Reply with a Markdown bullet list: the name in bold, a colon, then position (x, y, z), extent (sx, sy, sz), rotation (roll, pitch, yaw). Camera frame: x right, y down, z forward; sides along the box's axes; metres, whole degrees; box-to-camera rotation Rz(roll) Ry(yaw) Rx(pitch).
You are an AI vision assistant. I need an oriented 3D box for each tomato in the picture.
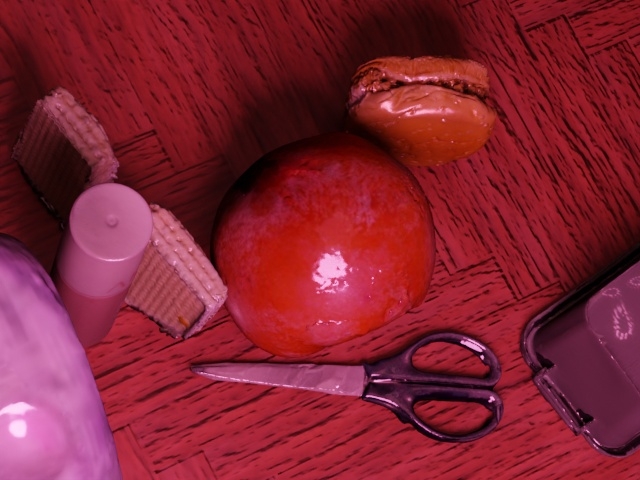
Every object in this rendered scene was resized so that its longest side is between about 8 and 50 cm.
- **tomato**: position (0.000, 0.000, 1.714), extent (0.208, 0.208, 0.184), rotation (-22, 89, -20)

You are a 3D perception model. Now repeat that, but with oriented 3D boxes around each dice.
- **dice**: position (-0.326, 0.165, 1.543), extent (0.271, 0.270, 0.270), rotation (-19, 77, -19)

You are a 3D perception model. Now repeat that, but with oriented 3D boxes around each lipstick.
- **lipstick**: position (-0.195, 0.025, 1.632), extent (0.070, 0.254, 0.070), rotation (4, 70, -12)

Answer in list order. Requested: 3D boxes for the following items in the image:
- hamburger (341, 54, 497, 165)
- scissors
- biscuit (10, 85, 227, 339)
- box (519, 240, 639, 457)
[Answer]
- **hamburger**: position (0.095, -0.124, 1.819), extent (0.147, 0.138, 0.083), rotation (3, 74, -7)
- **scissors**: position (0.026, 0.132, 1.776), extent (0.300, 0.022, 0.109), rotation (4, 67, -11)
- **biscuit**: position (-0.182, -0.018, 1.709), extent (0.046, 0.147, 0.250), rotation (-36, 82, -26)
- **box**: position (0.329, 0.079, 1.806), extent (0.243, 0.135, 0.163), rotation (-32, 82, -22)
